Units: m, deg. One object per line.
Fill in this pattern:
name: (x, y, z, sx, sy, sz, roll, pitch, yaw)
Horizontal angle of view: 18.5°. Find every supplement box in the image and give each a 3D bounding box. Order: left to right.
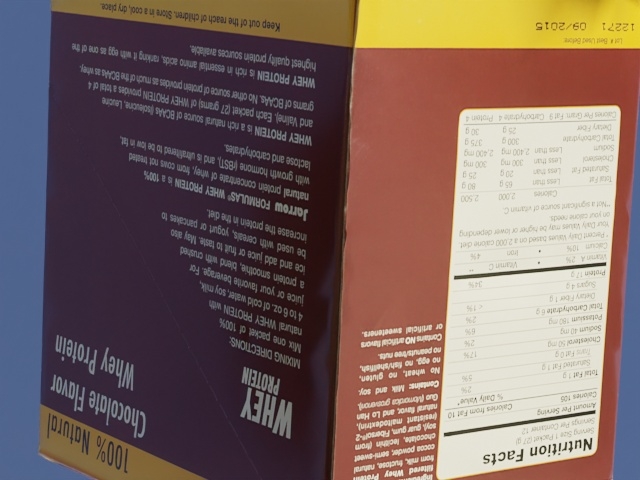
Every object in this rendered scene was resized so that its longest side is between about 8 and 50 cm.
supplement box: (0.000, 0.000, 0.716, 0.129, 0.191, 0.194, -4, -79, -37)
